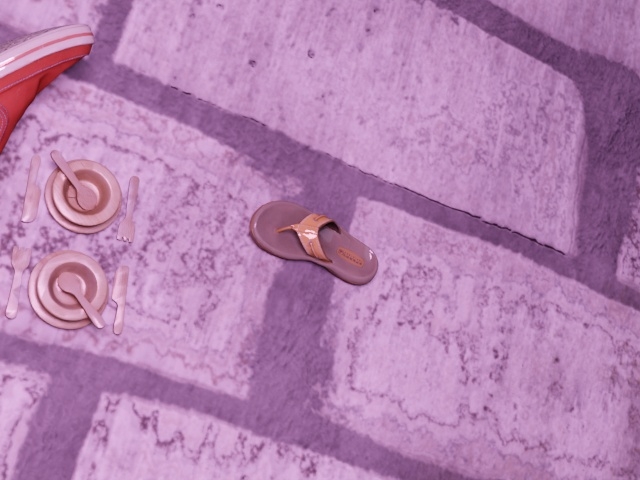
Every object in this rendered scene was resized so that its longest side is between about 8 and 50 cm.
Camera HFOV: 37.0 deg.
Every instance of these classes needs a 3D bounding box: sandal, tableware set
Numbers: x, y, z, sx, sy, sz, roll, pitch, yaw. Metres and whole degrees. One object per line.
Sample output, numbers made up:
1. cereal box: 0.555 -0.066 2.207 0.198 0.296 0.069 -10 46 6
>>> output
1. sandal: 0.000 0.000 1.169 0.180 0.049 0.072 25 68 -19
2. tableware set: -0.264 -0.001 1.043 0.128 0.039 0.194 11 73 -24

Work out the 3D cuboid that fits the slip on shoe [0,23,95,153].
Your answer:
1. slip on shoe: -0.365 -0.123 0.990 0.331 0.123 0.101 -44 118 -27
